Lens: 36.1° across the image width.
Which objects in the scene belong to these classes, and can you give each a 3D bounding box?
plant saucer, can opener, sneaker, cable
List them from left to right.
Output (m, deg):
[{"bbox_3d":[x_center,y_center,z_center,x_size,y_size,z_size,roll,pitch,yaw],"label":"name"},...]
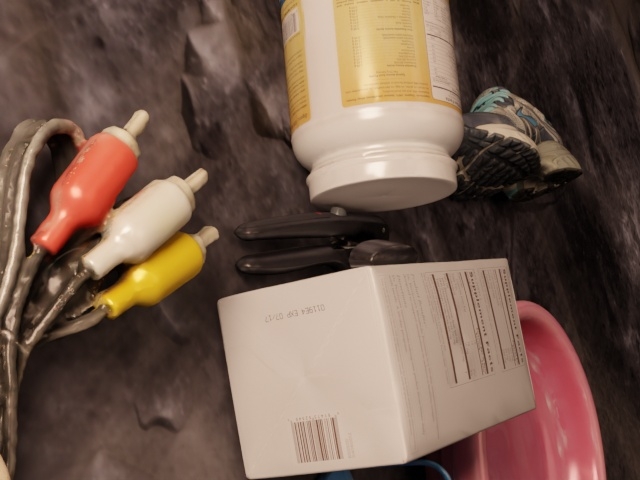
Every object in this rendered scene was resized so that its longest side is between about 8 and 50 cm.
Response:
[{"bbox_3d":[-0.152,0.034,0.532,0.139,0.072,0.287,60,37,-29],"label":"cable"},{"bbox_3d":[0.000,0.000,0.797,0.186,0.073,0.059,4,80,-46],"label":"can opener"},{"bbox_3d":[0.195,-0.116,1.120,0.283,0.110,0.122,7,56,-59],"label":"sneaker"},{"bbox_3d":[0.200,0.230,1.002,0.332,0.084,0.332,25,59,-51],"label":"plant saucer"}]

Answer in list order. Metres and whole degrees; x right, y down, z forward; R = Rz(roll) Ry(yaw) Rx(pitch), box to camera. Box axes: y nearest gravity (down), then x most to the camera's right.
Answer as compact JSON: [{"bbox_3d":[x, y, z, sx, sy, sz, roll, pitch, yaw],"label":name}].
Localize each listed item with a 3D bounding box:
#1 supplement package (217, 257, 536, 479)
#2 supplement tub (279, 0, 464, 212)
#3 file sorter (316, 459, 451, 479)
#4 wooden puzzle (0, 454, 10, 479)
[{"bbox_3d":[0.055,0.093,0.772,0.244,0.139,0.134,-1,79,-57],"label":"supplement package"},{"bbox_3d":[0.043,-0.133,0.824,0.144,0.144,0.199,11,71,-56],"label":"supplement tub"},{"bbox_3d":[0.036,0.255,0.721,0.170,0.104,0.118,-44,117,-54],"label":"file sorter"},{"bbox_3d":[-0.247,0.046,0.377,0.221,0.044,0.238,-28,103,-46],"label":"wooden puzzle"}]
